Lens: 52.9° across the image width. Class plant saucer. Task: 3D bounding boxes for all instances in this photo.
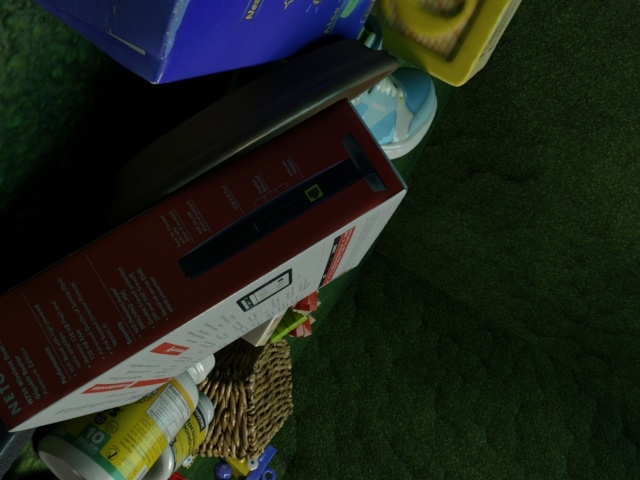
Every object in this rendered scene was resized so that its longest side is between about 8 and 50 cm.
[{"bbox_3d":[-0.063,-0.091,0.544,0.278,0.041,0.278,-31,-173,4],"label":"plant saucer"}]

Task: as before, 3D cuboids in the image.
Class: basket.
[{"bbox_3d":[-0.201,0.310,1.368,0.299,0.223,0.213,-22,110,-76],"label":"basket"}]

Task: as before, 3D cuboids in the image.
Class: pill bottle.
[{"bbox_3d":[-0.223,0.202,0.777,0.208,0.118,0.117,-52,169,-37],"label":"pill bottle"},{"bbox_3d":[-0.250,0.318,1.071,0.103,0.103,0.184,-61,171,18],"label":"pill bottle"}]

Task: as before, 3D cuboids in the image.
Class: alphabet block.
[{"bbox_3d":[0.181,-0.355,0.918,0.193,0.192,0.197,-65,170,28],"label":"alphabet block"}]

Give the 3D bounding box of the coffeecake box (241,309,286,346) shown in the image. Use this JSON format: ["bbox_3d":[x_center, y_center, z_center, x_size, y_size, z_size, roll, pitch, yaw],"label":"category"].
[{"bbox_3d":[-0.087,0.021,0.837,0.185,0.142,0.068,-58,172,-3],"label":"coffeecake box"}]

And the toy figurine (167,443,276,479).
[{"bbox_3d":[-0.194,0.514,1.602,0.362,0.217,0.191,-51,178,-43],"label":"toy figurine"}]

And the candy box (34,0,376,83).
[{"bbox_3d":[-0.013,-0.253,0.383,0.268,0.122,0.317,-61,173,27],"label":"candy box"}]

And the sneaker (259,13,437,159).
[{"bbox_3d":[0.054,-0.195,0.759,0.319,0.127,0.208,-29,152,-36],"label":"sneaker"}]

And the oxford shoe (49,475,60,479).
[{"bbox_3d":[-0.341,0.357,0.746,0.130,0.123,0.348,-28,164,-24],"label":"oxford shoe"}]

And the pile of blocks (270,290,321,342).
[{"bbox_3d":[-0.066,0.111,1.207,0.149,0.112,0.362,-25,150,-19],"label":"pile of blocks"}]

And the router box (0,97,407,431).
[{"bbox_3d":[-0.094,0.040,0.578,0.301,0.082,0.335,-31,172,-9],"label":"router box"}]

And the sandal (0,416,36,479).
[{"bbox_3d":[-0.294,0.210,0.451,0.097,0.054,0.254,-56,-175,42],"label":"sandal"}]
